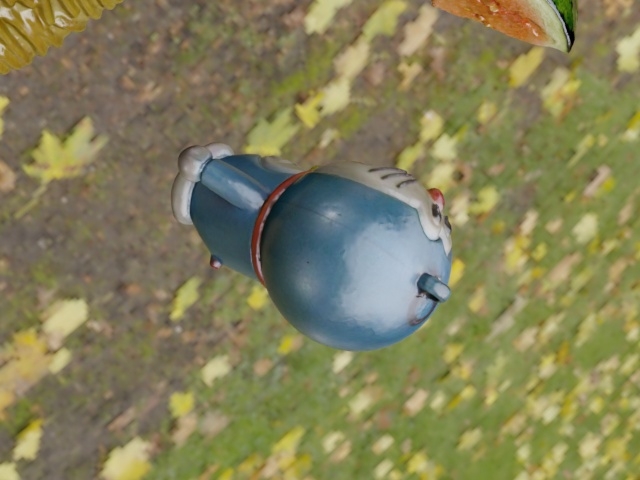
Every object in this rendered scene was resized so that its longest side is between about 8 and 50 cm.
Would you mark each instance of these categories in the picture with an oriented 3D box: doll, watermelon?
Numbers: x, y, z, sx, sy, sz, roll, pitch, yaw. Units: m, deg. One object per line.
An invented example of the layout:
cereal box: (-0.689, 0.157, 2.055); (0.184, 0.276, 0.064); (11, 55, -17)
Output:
doll: (0.000, 0.000, 0.652); (0.114, 0.152, 0.085); (41, 76, -47)
watermelon: (0.110, -0.185, 0.933); (0.125, 0.135, 0.094); (32, 125, -31)

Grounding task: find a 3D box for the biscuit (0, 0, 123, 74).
biscuit: (-0.198, -0.215, 0.946); (0.318, 0.040, 0.318); (-33, 161, -13)
